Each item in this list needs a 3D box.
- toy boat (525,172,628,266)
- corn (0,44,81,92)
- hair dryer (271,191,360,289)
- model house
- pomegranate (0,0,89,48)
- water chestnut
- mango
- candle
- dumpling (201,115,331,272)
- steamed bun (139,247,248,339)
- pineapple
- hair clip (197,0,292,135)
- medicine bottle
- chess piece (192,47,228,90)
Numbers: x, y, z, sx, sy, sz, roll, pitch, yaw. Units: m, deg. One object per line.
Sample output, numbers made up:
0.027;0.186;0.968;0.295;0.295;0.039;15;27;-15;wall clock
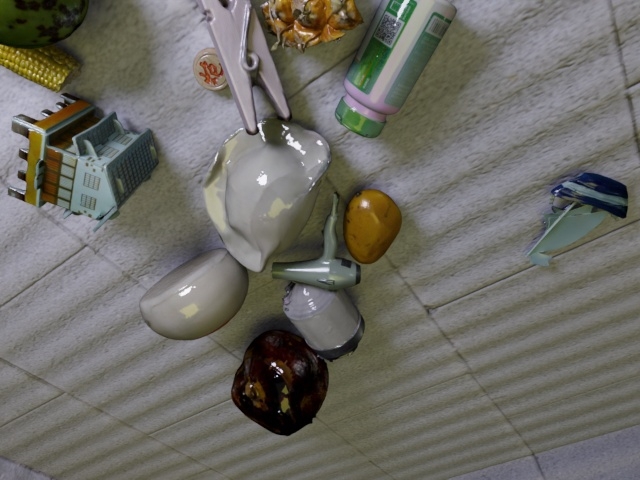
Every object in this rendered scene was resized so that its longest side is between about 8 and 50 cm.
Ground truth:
0.645;-0.058;1.049;0.210;0.070;0.291;36;121;-22;toy boat
-0.596;-0.378;0.760;0.244;0.093;0.093;29;121;-21;corn
-0.031;0.019;1.009;0.229;0.092;0.267;-14;115;10;hair dryer
-0.488;-0.164;0.850;0.215;0.224;0.198;24;121;-14;model house
-0.488;-0.436;0.637;0.270;0.254;0.254;-23;137;-35;pomegranate
-0.109;0.435;1.293;0.335;0.347;0.335;15;117;32;water chestnut
0.132;-0.028;1.030;0.147;0.109;0.227;-2;128;0;mango
-0.011;0.183;1.142;0.187;0.187;0.330;-23;124;15;candle
-0.142;-0.108;0.934;0.260;0.181;0.341;33;133;1;dumpling
-0.310;0.151;1.044;0.283;0.283;0.177;-26;107;17;steamed bun
-0.014;-0.424;0.706;0.186;0.236;0.114;-46;130;-16;pineapple
-0.155;-0.373;0.762;0.101;0.085;0.331;-25;118;-8;hair clip
0.131;-0.342;0.779;0.133;0.133;0.274;20;123;-15;medicine bottle
-0.219;-0.351;0.823;0.083;0.038;0.083;0;128;0;chess piece
